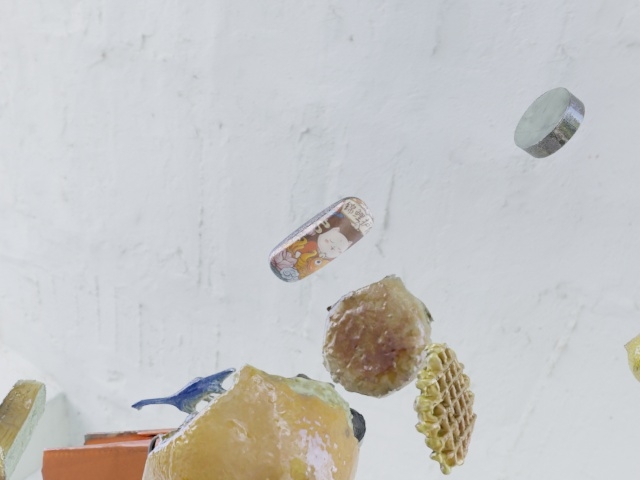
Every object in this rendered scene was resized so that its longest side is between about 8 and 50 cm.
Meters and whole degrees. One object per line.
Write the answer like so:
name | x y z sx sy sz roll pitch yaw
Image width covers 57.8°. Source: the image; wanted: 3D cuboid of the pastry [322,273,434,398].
pastry | 0.123 0.210 1.233 0.257 0.121 0.235 -29 -113 23

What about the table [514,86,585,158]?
table | 0.435 -0.224 1.107 0.043 0.133 0.133 29 -50 -18

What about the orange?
orange | -0.048 0.175 0.416 0.160 0.112 0.169 0 -55 -8

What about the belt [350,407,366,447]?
belt | 0.047 0.615 1.847 0.199 0.151 0.078 -7 -41 -10

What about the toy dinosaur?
toy dinosaur | -0.332 0.371 1.451 0.188 0.075 0.247 27 -62 -28

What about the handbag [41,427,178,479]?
handbag | -0.172 0.430 0.683 0.304 0.116 0.409 -11 -93 20

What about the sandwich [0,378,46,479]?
sandwich | -0.772 0.490 1.446 0.087 0.251 0.226 16 -55 -10

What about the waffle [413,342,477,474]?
waffle | 0.185 0.239 0.850 0.038 0.191 0.191 -15 -77 30

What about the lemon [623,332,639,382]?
lemon | 0.532 0.181 0.876 0.133 0.109 0.108 11 -63 16

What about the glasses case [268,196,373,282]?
glasses case | 0.000 0.000 1.597 0.321 0.082 0.122 -36 -61 11
